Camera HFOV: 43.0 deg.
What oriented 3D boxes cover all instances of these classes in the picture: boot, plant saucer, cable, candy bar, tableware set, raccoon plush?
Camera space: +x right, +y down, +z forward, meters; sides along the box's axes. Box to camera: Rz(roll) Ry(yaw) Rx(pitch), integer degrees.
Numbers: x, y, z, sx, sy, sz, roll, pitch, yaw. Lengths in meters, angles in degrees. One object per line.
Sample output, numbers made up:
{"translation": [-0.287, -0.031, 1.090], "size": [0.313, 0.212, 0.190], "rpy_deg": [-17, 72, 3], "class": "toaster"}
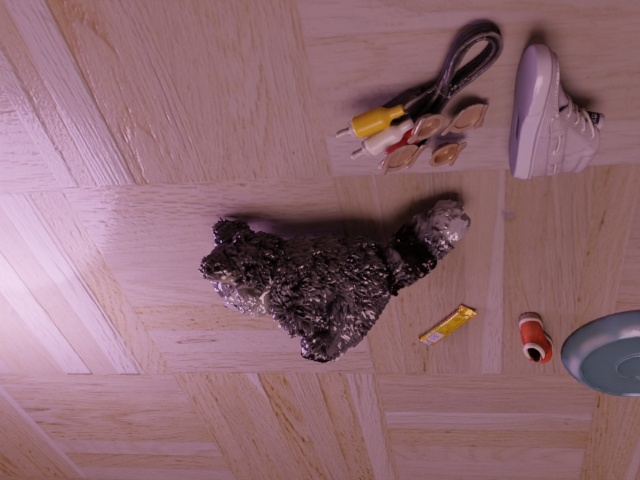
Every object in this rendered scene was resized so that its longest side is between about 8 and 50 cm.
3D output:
{"translation": [0.347, -0.185, 1.173], "size": [0.123, 0.095, 0.258], "rpy_deg": [-4, 149, 4], "class": "boot"}
{"translation": [0.667, 0.250, 1.697], "size": [0.317, 0.044, 0.318], "rpy_deg": [5, 142, 4], "class": "plant saucer"}
{"translation": [0.165, -0.194, 1.191], "size": [0.139, 0.072, 0.287], "rpy_deg": [30, 136, -34], "class": "cable"}
{"translation": [0.261, 0.180, 1.691], "size": [0.040, 0.018, 0.161], "rpy_deg": [26, 139, -17], "class": "candy bar"}
{"translation": [0.173, -0.151, 1.226], "size": [0.168, 0.020, 0.141], "rpy_deg": [-12, 151, -29], "class": "tableware set"}
{"translation": [0.442, 0.225, 1.667], "size": [0.059, 0.085, 0.158], "rpy_deg": [-14, 139, 22], "class": "boot"}
{"translation": [0.000, 0.000, 1.440], "size": [0.299, 0.216, 0.446], "rpy_deg": [40, 103, -17], "class": "raccoon plush"}
